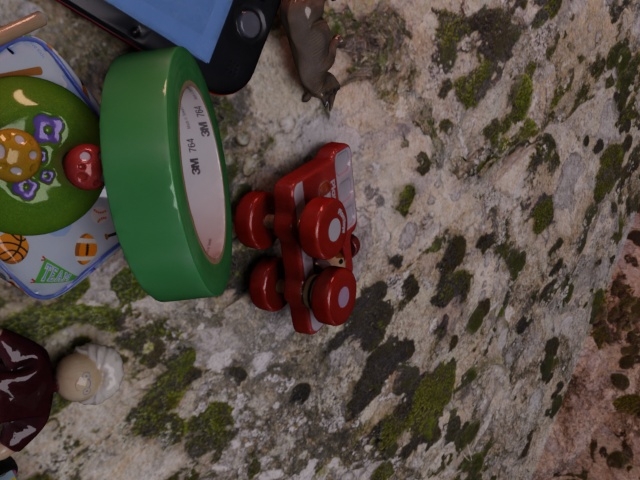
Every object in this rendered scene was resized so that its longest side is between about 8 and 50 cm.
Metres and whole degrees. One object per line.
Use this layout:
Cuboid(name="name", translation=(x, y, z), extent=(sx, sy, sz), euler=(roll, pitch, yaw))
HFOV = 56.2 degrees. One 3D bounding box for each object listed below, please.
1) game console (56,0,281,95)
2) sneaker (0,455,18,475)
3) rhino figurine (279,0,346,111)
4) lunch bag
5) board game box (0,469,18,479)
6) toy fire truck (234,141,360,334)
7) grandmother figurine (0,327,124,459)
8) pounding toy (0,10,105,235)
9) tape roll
Cuboid(name="game console", translation=(-0.203, -0.423, 0.823), extent=(0.386, 0.060, 0.342), euler=(25, 86, -42))
Cuboid(name="sneaker", translation=(-0.498, 0.368, 0.808), extent=(0.178, 0.072, 0.077), euler=(-15, 122, -31))
Cuboid(name="rhino figurine", translation=(-0.009, -0.316, 1.004), extent=(0.106, 0.073, 0.243), euler=(-57, 149, -31))
Cuboid(name="lunch bag", translation=(-0.357, -0.089, 0.760), extent=(0.243, 0.115, 0.303), euler=(-46, 127, -23))
Cuboid(name="board game box", translation=(-0.429, 0.471, 0.797), extent=(0.144, 0.142, 0.275), euler=(-23, 134, -33))
Cuboid(name="toy fire truck", translation=(0.000, 0.000, 1.071), extent=(0.254, 0.169, 0.302), euler=(-39, 128, -48))
Cuboid(name="grandmother figurine", translation=(-0.434, 0.209, 0.794), extent=(0.342, 0.104, 0.207), euler=(-8, 117, -36))
Cuboid(name="pounding toy", translation=(-0.312, -0.112, 0.646), extent=(0.183, 0.110, 0.237), euler=(-35, 121, -33))
Cuboid(name="tape roll", translation=(-0.186, -0.082, 0.783), extent=(0.077, 0.321, 0.321), euler=(-6, 112, 2))
